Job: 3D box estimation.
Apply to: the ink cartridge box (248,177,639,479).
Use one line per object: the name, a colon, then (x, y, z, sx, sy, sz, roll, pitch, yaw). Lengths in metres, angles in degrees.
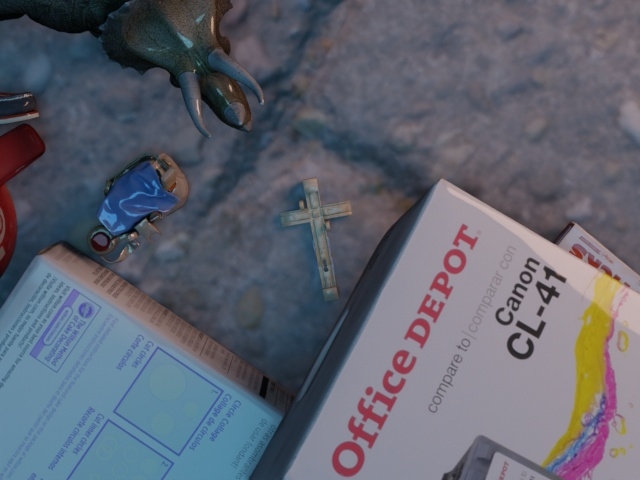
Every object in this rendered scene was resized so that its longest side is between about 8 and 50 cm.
ink cartridge box: (0.139, 0.140, 1.117, 0.306, 0.131, 0.226, 30, 69, -5)

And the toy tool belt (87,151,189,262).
toy tool belt: (-0.125, -0.020, 1.204, 0.083, 0.051, 0.052, -43, 94, 5)

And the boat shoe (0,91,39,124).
boat shoe: (-0.253, -0.097, 1.202, 0.137, 0.049, 0.043, 2, 94, 5)

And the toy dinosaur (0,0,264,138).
toy dinosaur: (-0.171, -0.169, 1.135, 0.313, 0.160, 0.121, 20, 96, -2)

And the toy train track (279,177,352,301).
toy train track: (0.000, 0.000, 1.224, 0.048, 0.014, 0.083, -10, 96, 2)

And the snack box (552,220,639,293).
snack box: (0.217, 0.067, 1.224, 0.178, 0.022, 0.064, 39, 96, -3)

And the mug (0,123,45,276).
mug: (-0.255, -0.018, 1.147, 0.113, 0.169, 0.150, 24, 96, -1)

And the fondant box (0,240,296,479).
fondant box: (-0.107, 0.191, 1.205, 0.330, 0.096, 0.238, 34, 95, -2)
